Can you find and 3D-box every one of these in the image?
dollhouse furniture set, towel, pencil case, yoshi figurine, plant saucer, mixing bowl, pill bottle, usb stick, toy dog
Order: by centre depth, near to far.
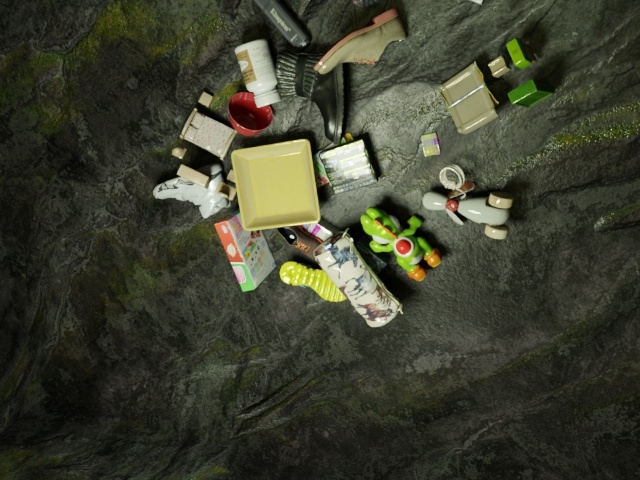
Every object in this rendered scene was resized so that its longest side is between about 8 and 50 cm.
[{"bbox_3d":[0.592,-0.514,1.607,0.301,0.151,0.198,-27,81,44],"label":"dollhouse furniture set"},{"bbox_3d":[-0.146,-0.825,1.737,0.077,0.045,0.278,-39,96,27],"label":"usb stick"},{"bbox_3d":[0.570,-0.136,1.752,0.333,0.161,0.220,37,123,18],"label":"toy dog"},{"bbox_3d":[0.413,-0.359,1.764,0.060,0.009,0.083,-9,108,23],"label":"towel"},{"bbox_3d":[-0.231,-0.636,1.798,0.131,0.131,0.229,-10,108,22],"label":"pill bottle"},{"bbox_3d":[-0.290,-0.487,1.878,0.181,0.181,0.098,42,148,-1],"label":"mixing bowl"},{"bbox_3d":[0.301,-0.013,1.879,0.362,0.203,0.203,40,147,-16],"label":"yoshi figurine"},{"bbox_3d":[0.154,0.155,1.881,0.410,0.160,0.183,51,132,-6],"label":"pencil case"},{"bbox_3d":[-0.421,-0.385,1.898,0.303,0.174,0.355,26,90,-8],"label":"dollhouse furniture set"},{"bbox_3d":[-0.174,-0.222,1.914,0.332,0.081,0.333,-6,98,13],"label":"plant saucer"}]

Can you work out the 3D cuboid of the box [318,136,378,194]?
[{"bbox_3d":[0.111,-0.289,1.844,0.190,0.045,0.184,-15,109,23],"label":"box"}]

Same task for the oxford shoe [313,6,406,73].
[{"bbox_3d":[0.142,-0.653,1.609,0.348,0.123,0.130,-32,106,0],"label":"oxford shoe"}]

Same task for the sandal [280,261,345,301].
[{"bbox_3d":[-0.017,0.172,2.075,0.317,0.138,0.126,24,92,5],"label":"sandal"}]

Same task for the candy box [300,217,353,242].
[{"bbox_3d":[0.000,0.000,2.023,0.233,0.071,0.159,35,118,4],"label":"candy box"}]

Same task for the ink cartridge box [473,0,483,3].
[{"bbox_3d":[0.490,-0.868,1.481,0.139,0.082,0.191,26,119,7],"label":"ink cartridge box"}]

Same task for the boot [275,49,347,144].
[{"bbox_3d":[-0.032,-0.536,1.769,0.260,0.131,0.348,2,102,11],"label":"boot"}]

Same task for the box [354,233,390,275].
[{"bbox_3d":[0.181,0.088,1.987,0.156,0.093,0.158,38,117,1],"label":"box"}]

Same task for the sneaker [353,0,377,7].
[{"bbox_3d":[0.230,-0.897,1.544,0.299,0.121,0.112,-18,75,17],"label":"sneaker"}]

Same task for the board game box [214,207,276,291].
[{"bbox_3d":[-0.318,0.026,2.048,0.064,0.242,0.316,-13,106,24],"label":"board game box"}]

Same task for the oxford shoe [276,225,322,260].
[{"bbox_3d":[-0.074,0.018,1.958,0.271,0.098,0.097,38,119,2],"label":"oxford shoe"}]

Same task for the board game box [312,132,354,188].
[{"bbox_3d":[0.041,-0.315,1.899,0.259,0.039,0.124,-29,101,24],"label":"board game box"}]

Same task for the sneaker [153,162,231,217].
[{"bbox_3d":[-0.569,-0.196,2.097,0.366,0.137,0.210,-16,103,21],"label":"sneaker"}]
